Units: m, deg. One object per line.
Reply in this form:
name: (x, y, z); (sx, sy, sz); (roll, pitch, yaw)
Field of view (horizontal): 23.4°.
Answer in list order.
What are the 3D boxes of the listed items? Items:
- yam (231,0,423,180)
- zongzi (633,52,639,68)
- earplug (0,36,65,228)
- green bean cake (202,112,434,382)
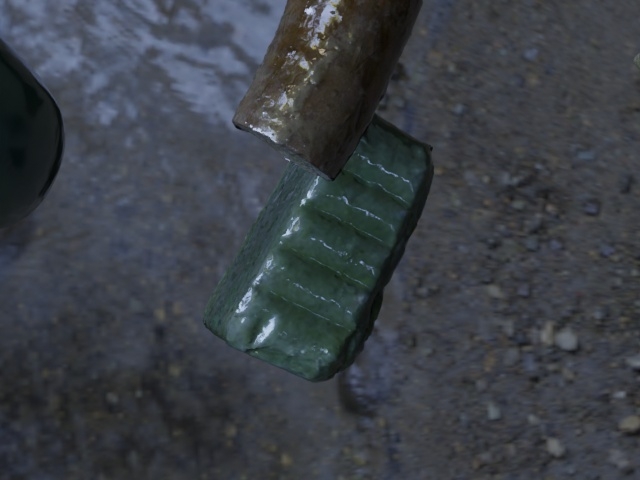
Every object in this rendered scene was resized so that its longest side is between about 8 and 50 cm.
yam: (0.004, -0.105, 0.915); (0.084, 0.084, 0.127); (23, 83, 30)
zongzi: (0.262, -0.043, 0.903); (0.178, 0.081, 0.189); (-14, 87, 59)
earplug: (-0.204, -0.122, 0.469); (0.164, 0.257, 0.280); (-32, 76, 47)
green bean cake: (0.000, 0.000, 1.086); (0.094, 0.183, 0.185); (25, 86, -9)
